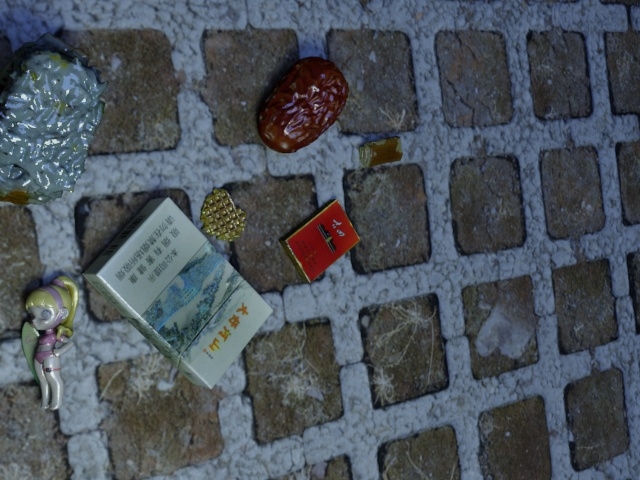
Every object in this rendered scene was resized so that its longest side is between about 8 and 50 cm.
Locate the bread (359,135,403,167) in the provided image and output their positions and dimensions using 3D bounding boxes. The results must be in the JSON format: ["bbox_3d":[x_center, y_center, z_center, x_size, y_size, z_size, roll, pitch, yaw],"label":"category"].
[{"bbox_3d":[0.110,-0.160,1.670,0.083,0.036,0.047,-15,105,-35],"label":"bread"}]

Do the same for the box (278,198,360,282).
[{"bbox_3d":[0.000,0.000,1.597,0.133,0.023,0.090,-38,111,-29],"label":"box"}]

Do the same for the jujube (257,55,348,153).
[{"bbox_3d":[-0.031,-0.221,1.541,0.112,0.109,0.176,35,74,11],"label":"jujube"}]

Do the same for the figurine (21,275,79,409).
[{"bbox_3d":[-0.377,0.143,1.312,0.083,0.083,0.188,0,82,-34],"label":"figurine"}]

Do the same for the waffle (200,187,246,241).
[{"bbox_3d":[-0.155,-0.039,1.498,0.085,0.016,0.078,34,74,-28],"label":"waffle"}]

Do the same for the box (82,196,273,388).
[{"bbox_3d":[-0.214,0.081,1.421,0.256,0.069,0.164,49,64,-22],"label":"box"}]

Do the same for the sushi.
[{"bbox_3d":[-0.388,-0.145,1.242,0.139,0.184,0.274,23,77,-30],"label":"sushi"}]
